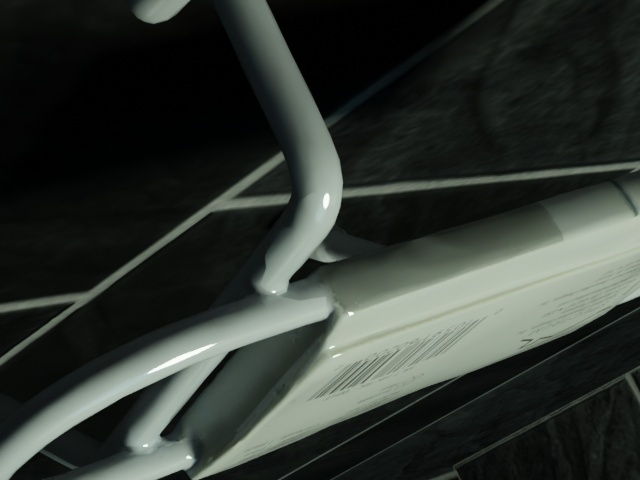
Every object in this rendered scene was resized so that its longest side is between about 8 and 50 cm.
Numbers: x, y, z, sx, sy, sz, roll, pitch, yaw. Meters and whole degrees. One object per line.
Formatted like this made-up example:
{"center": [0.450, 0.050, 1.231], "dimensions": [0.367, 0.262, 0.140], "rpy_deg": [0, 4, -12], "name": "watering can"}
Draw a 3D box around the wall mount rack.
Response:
{"center": [0.000, 0.000, 0.588], "dimensions": [0.350, 0.130, 0.304], "rpy_deg": [-16, 161, -36], "name": "wall mount rack"}
